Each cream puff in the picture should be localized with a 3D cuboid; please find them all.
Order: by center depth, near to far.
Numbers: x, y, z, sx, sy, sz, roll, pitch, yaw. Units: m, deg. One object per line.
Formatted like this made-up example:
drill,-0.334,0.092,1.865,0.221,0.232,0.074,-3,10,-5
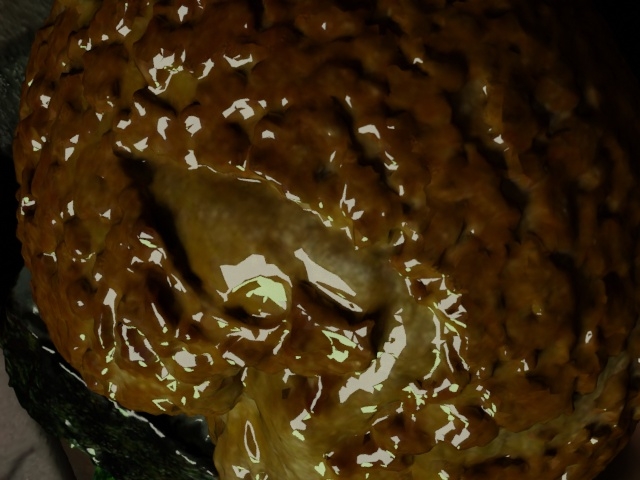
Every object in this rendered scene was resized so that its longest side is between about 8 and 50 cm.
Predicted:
cream puff,0.000,0.000,0.528,0.303,0.212,0.303,23,142,20

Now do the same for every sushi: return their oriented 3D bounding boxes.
sushi,-0.093,0.086,0.795,0.225,0.124,0.127,32,145,8

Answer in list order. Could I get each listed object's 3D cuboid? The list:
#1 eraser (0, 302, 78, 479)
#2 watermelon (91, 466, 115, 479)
eraser,-0.299,0.092,0.964,0.272,0.122,0.359,42,152,42
watermelon,-0.073,0.196,0.871,0.231,0.146,0.128,17,137,36
